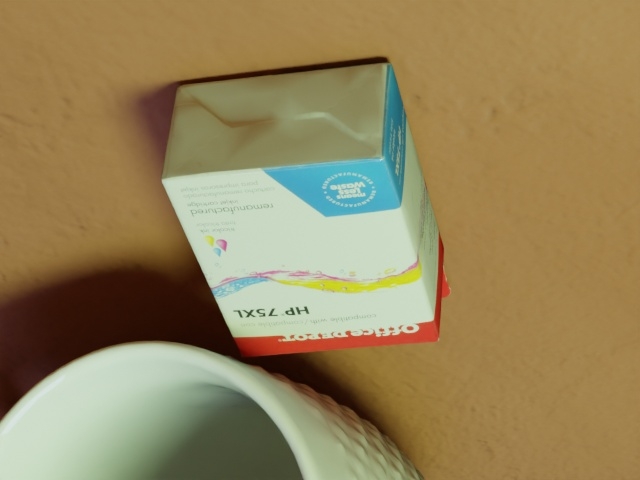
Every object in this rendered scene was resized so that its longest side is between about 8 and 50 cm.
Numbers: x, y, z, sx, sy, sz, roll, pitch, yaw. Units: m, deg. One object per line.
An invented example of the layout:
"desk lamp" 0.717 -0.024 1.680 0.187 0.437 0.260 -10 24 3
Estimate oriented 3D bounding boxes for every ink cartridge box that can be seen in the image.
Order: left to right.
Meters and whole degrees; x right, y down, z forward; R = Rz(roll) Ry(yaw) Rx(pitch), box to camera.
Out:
"ink cartridge box" 0.000 0.000 1.090 0.134 0.078 0.231 -5 141 13

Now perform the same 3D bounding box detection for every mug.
"mug" -0.087 0.217 1.242 0.374 0.276 0.328 21 177 30
